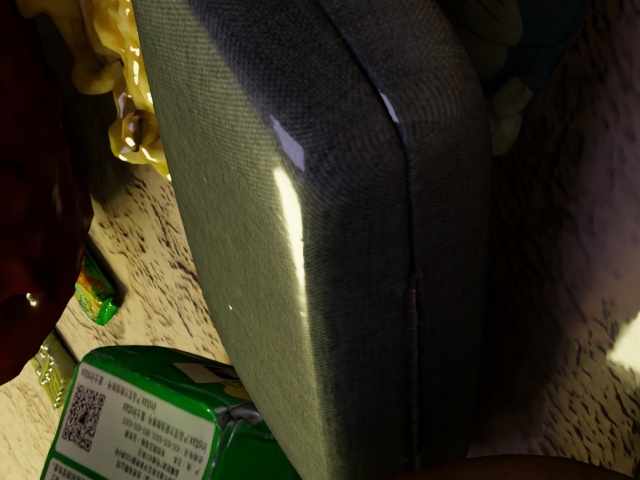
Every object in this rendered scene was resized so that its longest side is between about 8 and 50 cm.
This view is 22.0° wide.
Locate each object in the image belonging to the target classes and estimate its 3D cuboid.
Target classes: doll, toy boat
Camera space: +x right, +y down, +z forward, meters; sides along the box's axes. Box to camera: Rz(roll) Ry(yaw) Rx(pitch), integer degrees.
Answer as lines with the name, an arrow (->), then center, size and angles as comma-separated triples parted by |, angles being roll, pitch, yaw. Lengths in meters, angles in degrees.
doll -> 0.055, -0.081, 0.519 | 0.076, 0.050, 0.083 | 50, 152, 27
toy boat -> -0.208, 0.061, 1.163 | 0.115, 0.016, 0.063 | 54, 153, 13

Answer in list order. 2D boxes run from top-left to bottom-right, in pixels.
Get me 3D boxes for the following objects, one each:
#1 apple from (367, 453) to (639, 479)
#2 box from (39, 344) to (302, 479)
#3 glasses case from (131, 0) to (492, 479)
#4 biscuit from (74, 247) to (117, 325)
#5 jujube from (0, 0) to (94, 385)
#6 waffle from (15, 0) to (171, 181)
apple -> 0.070, 0.199, 0.529 | 0.309, 0.277, 0.250 | 33, 137, 1
box -> -0.075, 0.182, 0.822 | 0.180, 0.103, 0.250 | 16, 88, 55
glasses case -> 0.000, 0.000, 0.602 | 0.131, 0.074, 0.323 | 54, 166, 26
biscuit -> -0.152, 0.014, 1.016 | 0.089, 0.016, 0.046 | 55, 153, 14
jujube -> -0.255, -0.040, 0.867 | 0.258, 0.258, 0.376 | 55, 170, 13
waffle -> -0.090, -0.156, 0.691 | 0.262, 0.060, 0.280 | -9, 104, 65
